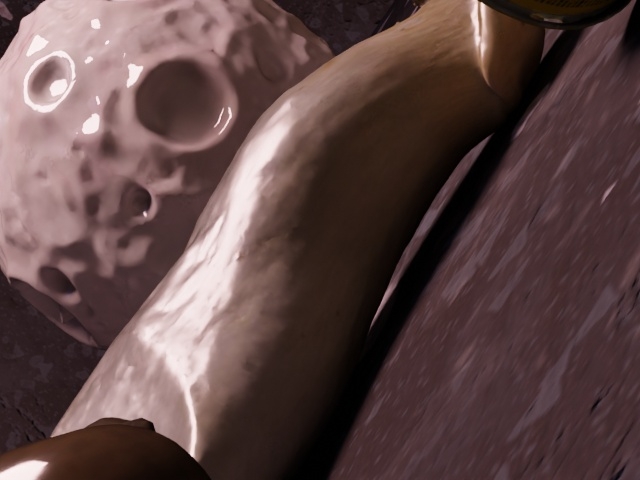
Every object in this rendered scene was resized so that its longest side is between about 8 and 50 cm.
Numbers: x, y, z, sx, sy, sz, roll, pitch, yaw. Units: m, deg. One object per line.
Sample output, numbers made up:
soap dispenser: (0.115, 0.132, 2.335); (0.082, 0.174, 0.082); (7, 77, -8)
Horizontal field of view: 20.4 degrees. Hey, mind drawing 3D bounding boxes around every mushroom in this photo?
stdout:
mushroom: (0.001, -0.001, 1.044); (0.177, 0.126, 0.397); (-9, 45, 57)

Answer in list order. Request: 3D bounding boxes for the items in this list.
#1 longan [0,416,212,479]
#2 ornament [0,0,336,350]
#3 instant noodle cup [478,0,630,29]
longan: (-0.112, 0.162, 0.827); (0.185, 0.159, 0.204); (-48, 19, 34)
ornament: (-0.129, -0.056, 1.475); (0.337, 0.337, 0.337); (-57, 4, 7)
instant noodle cup: (0.132, -0.215, 0.853); (0.144, 0.182, 0.182); (-37, 18, 51)
